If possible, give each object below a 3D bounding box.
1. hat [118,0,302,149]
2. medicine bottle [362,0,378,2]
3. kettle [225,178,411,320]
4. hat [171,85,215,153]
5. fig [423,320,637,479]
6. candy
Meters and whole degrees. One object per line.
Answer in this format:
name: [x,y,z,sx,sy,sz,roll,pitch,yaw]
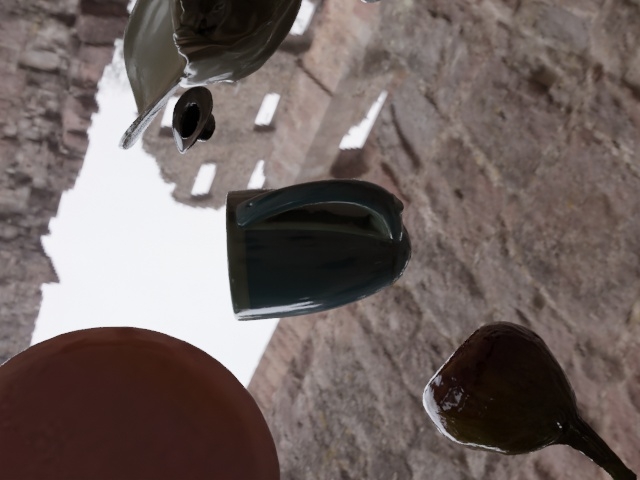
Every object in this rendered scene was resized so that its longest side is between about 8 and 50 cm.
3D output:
hat: [-0.092,-0.154,0.733,0.144,0.173,0.166,0,-122,-12]
medicine bottle: [0.054,-0.402,1.305,0.080,0.080,0.130,42,-165,24]
kettle: [0.000,0.000,1.662,0.342,0.319,0.247,-3,-123,0]
hat: [-0.211,-0.204,1.545,0.050,0.121,0.121,17,-150,-43]
fig: [0.283,0.239,1.235,0.290,0.190,0.190,39,-150,-13]
candy: [-0.147,0.190,0.643,0.255,0.094,0.255,6,-119,-11]
